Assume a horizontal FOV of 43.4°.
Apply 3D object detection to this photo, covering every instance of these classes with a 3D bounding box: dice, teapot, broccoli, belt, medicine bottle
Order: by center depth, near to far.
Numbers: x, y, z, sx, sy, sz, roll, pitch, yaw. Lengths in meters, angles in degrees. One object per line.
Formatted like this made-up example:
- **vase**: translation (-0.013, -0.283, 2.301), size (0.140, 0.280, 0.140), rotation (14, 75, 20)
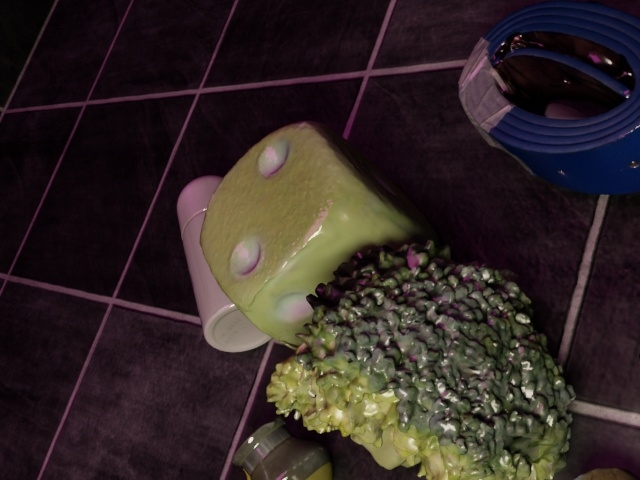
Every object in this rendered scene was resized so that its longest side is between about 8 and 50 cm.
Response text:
- **broccoli**: translation (0.131, 0.171, 0.969), size (0.293, 0.347, 0.281), rotation (-44, -12, -45)
- **belt**: translation (0.327, -0.184, 1.031), size (0.212, 0.117, 0.347), rotation (-56, 34, 6)
- **teapot**: translation (-0.059, 0.324, 1.114), size (0.119, 0.130, 0.166), rotation (46, 133, 18)
- **dice**: translation (0.000, 0.000, 1.150), size (0.250, 0.252, 0.254), rotation (-47, 41, 13)
- **medicine bottle**: translation (-0.168, 0.022, 1.388), size (0.130, 0.130, 0.341), rotation (-40, 44, 19)

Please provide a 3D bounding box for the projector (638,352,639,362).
- **projector**: translation (0.495, 0.175, 0.540), size (0.405, 0.242, 0.395), rotation (-27, 54, 14)

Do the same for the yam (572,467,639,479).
- **yam**: translation (0.344, 0.325, 0.761), size (0.093, 0.093, 0.259), rotation (-50, 42, 8)
